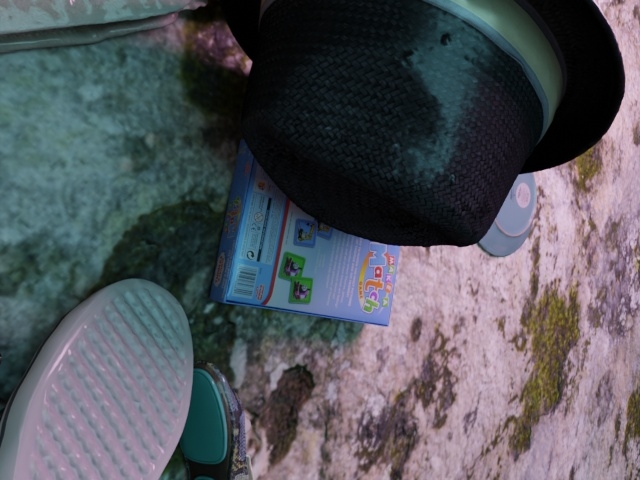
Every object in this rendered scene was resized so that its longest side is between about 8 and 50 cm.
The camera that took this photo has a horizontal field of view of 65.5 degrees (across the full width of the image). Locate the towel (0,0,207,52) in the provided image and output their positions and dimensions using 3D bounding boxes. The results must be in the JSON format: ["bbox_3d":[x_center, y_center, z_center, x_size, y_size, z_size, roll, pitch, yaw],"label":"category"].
[{"bbox_3d":[-0.229,-0.231,0.342,0.282,0.049,0.187,-24,104,-34],"label":"towel"}]

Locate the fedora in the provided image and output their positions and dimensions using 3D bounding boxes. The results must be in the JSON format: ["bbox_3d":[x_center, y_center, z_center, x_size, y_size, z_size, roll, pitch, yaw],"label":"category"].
[{"bbox_3d":[0.056,-0.088,0.401,0.334,0.334,0.152,28,75,-35],"label":"fedora"}]

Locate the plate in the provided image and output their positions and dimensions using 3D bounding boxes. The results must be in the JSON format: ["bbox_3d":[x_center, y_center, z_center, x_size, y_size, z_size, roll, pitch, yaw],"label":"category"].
[{"bbox_3d":[0.283,-0.069,0.751,0.188,0.024,0.187,0,90,-37],"label":"plate"}]

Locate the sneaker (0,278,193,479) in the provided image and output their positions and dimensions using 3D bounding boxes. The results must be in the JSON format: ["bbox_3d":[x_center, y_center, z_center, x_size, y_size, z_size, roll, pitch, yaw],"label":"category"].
[{"bbox_3d":[-0.189,0.179,0.344,0.126,0.128,0.320,39,43,-37],"label":"sneaker"}]

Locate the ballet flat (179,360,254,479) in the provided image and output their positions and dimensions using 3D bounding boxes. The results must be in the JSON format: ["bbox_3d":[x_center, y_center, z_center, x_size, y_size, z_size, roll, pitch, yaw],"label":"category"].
[{"bbox_3d":[-0.090,0.196,0.456,0.070,0.070,0.188,-5,96,-37],"label":"ballet flat"}]

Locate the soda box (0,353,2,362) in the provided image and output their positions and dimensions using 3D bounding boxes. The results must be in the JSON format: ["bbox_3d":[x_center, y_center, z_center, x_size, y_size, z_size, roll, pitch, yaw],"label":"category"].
[{"bbox_3d":[-0.294,0.079,0.294,0.169,0.053,0.060,21,79,-35],"label":"soda box"}]

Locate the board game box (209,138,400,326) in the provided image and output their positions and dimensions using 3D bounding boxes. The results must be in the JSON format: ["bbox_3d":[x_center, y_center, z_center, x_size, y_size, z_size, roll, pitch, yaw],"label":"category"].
[{"bbox_3d":[0.000,0.000,0.526,0.212,0.039,0.160,15,81,-36],"label":"board game box"}]
